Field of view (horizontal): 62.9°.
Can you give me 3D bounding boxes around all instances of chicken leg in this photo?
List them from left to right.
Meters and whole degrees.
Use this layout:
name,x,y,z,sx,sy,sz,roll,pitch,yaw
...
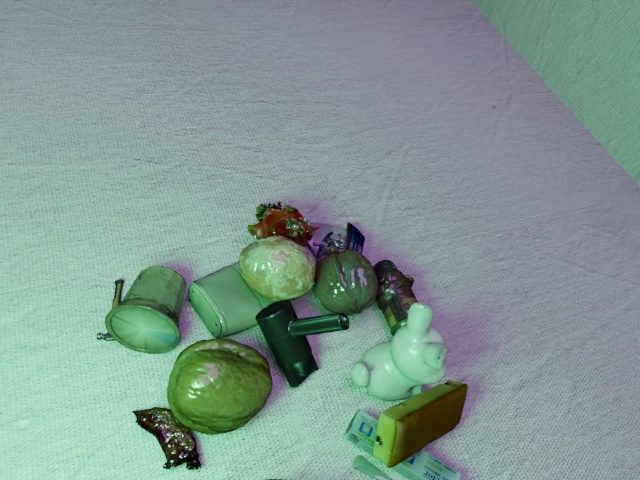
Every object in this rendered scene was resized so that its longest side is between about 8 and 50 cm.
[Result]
name,x,y,z,sx,sy,sz,roll,pitch,yaw
chicken leg,-0.397,0.514,1.373,0.105,0.063,0.234,-26,63,-36

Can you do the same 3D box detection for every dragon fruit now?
name,x,y,z,sx,sy,sz,roll,pitch,yaw
dragon fruit,-0.144,-0.057,1.787,0.198,0.200,0.269,-13,58,-30

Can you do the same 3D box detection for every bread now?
name,x,y,z,sx,sy,sz,roll,pitch,yaw
bread,0.292,0.505,1.482,0.077,0.138,0.361,17,16,42

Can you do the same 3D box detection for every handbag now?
name,x,y,z,sx,sy,sz,roll,pitch,yaw
handbag,-0.248,0.176,1.677,0.315,0.109,0.241,-19,62,-43

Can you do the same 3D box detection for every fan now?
name,x,y,z,sx,sy,sz,roll,pitch,yaw
fan,0.176,0.669,1.465,0.193,0.016,0.038,31,54,8

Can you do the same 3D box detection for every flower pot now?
name,x,y,z,sx,sy,sz,roll,pitch,yaw
flower pot,-0.486,0.184,1.510,0.212,0.212,0.202,12,44,-8

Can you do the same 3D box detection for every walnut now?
name,x,y,z,sx,sy,sz,roll,pitch,yaw
walnut,-0.270,0.389,1.403,0.283,0.227,0.283,-3,98,-21
walnut,0.081,0.136,1.717,0.224,0.224,0.224,9,52,-11

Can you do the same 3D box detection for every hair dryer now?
name,x,y,z,sx,sy,sz,roll,pitch,yaw
hair dryer,-0.023,0.289,1.495,0.116,0.302,0.244,-39,108,-47

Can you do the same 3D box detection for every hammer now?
name,x,y,z,sx,sy,sz,roll,pitch,yaw
hammer,-0.609,0.206,1.560,0.078,0.021,0.201,6,54,-13

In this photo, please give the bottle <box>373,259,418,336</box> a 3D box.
name,x,y,z,sx,sy,sz,roll,pitch,yaw
bottle,0.262,0.185,1.772,0.156,0.143,0.271,-6,55,-22

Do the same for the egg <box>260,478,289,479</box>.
name,x,y,z,sx,sy,sz,roll,pitch,yaw
egg,-0.078,0.708,1.172,0.374,0.301,0.301,24,51,-2

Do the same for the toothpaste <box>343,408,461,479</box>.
name,x,y,z,sx,sy,sz,roll,pitch,yaw
toothpaste,0.230,0.613,1.491,0.336,0.067,0.081,31,50,6

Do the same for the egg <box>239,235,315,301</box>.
name,x,y,z,sx,sy,sz,roll,pitch,yaw
egg,-0.134,0.088,1.615,0.245,0.203,0.203,19,51,-13

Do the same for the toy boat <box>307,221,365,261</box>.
name,x,y,z,sx,sy,sz,roll,pitch,yaw
toy boat,0.024,-0.011,1.906,0.318,0.072,0.219,32,54,19

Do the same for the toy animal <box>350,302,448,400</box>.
name,x,y,z,sx,sy,sz,roll,pitch,yaw
toy animal,0.250,0.335,1.525,0.241,0.367,0.196,-2,57,-33
